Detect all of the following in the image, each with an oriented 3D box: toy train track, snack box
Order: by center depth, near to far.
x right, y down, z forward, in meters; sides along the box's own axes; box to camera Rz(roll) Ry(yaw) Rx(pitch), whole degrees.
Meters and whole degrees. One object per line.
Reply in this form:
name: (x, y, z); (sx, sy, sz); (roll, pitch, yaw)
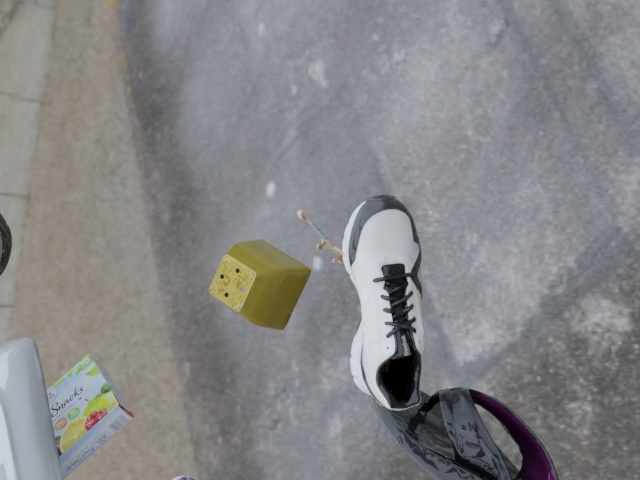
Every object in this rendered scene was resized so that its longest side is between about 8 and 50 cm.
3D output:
toy train track: (0.000, 0.000, 1.050); (0.014, 0.083, 0.048); (-46, 30, -9)
snack box: (-0.297, 0.214, 1.163); (0.141, 0.037, 0.100); (-41, 45, -5)

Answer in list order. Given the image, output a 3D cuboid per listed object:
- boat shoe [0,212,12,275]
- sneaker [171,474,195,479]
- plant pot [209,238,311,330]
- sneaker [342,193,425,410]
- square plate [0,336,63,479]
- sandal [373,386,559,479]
boat shoe: (-0.466, 0.073, 1.157); (0.122, 0.120, 0.324); (42, 126, 17)
sneaker: (-0.209, 0.441, 1.501); (0.071, 0.068, 0.170); (-14, 61, 53)
plant pot: (-0.077, 0.048, 1.116); (0.081, 0.083, 0.081); (31, 101, 29)
sneaker: (0.036, 0.031, 0.481); (0.044, 0.040, 0.109); (-134, 36, -67)
square plate: (-0.422, 0.289, 0.984); (0.049, 0.344, 0.347); (98, 155, -63)
sandal: (0.227, 0.276, 1.219); (0.446, 0.167, 0.107); (40, 107, 49)
